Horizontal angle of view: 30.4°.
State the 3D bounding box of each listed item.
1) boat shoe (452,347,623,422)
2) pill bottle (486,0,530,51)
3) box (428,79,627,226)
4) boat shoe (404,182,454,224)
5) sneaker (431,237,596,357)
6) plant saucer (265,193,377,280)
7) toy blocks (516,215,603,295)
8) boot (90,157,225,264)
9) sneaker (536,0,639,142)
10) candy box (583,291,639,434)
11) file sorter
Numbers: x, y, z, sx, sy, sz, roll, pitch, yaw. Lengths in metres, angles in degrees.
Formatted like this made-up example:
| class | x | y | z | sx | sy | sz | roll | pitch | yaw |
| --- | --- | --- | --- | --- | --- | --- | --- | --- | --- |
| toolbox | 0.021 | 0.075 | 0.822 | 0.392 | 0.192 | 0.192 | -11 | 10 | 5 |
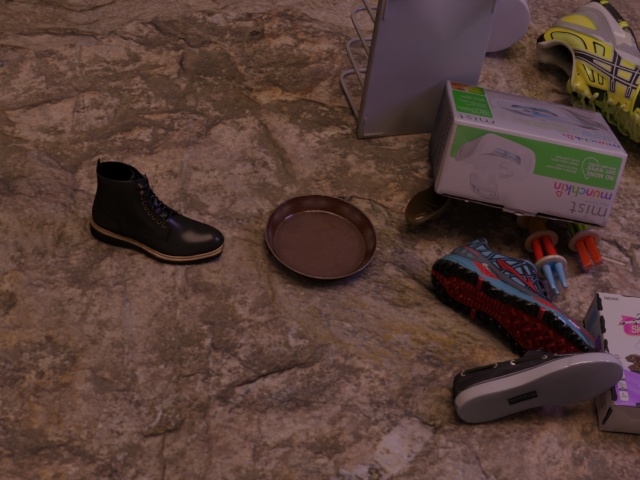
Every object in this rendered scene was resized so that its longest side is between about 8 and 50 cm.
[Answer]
| class | x | y | z | sx | sy | sz | roll | pitch | yaw |
| --- | --- | --- | --- | --- | --- | --- | --- | --- | --- |
| boat shoe | 0.287 | 0.182 | 1.584 | 0.229 | 0.080 | 0.076 | -18 | 41 | 7 |
| pill bottle | 0.294 | -0.485 | 2.144 | 0.160 | 0.160 | 0.283 | 3 | 48 | -7 |
| box | 0.308 | -0.134 | 1.804 | 0.262 | 0.126 | 0.231 | 12 | 21 | -1 |
| boat shoe | 0.175 | -0.056 | 1.818 | 0.050 | 0.045 | 0.135 | 30 | 47 | 25 |
| sneaker | 0.294 | 0.077 | 1.684 | 0.262 | 0.104 | 0.125 | 36 | 50 | 20 |
| plant saucer | 0.000 | 0.000 | 1.750 | 0.168 | 0.029 | 0.168 | 5 | 49 | -5 |
| toy blocks | 0.373 | 0.017 | 1.784 | 0.123 | 0.054 | 0.148 | 0 | 50 | -13 |
| boot | -0.231 | -0.042 | 1.673 | 0.198 | 0.137 | 0.077 | 9 | 48 | -3 |
| sneaker | 0.510 | -0.246 | 2.010 | 0.147 | 0.145 | 0.384 | -26 | 53 | -4 |
| candy box | 0.467 | 0.174 | 1.648 | 0.165 | 0.070 | 0.196 | 5 | 48 | -4 |
| file sorter | 0.147 | -0.332 | 1.910 | 0.193 | 0.277 | 0.173 | -6 | 46 | -15 |
